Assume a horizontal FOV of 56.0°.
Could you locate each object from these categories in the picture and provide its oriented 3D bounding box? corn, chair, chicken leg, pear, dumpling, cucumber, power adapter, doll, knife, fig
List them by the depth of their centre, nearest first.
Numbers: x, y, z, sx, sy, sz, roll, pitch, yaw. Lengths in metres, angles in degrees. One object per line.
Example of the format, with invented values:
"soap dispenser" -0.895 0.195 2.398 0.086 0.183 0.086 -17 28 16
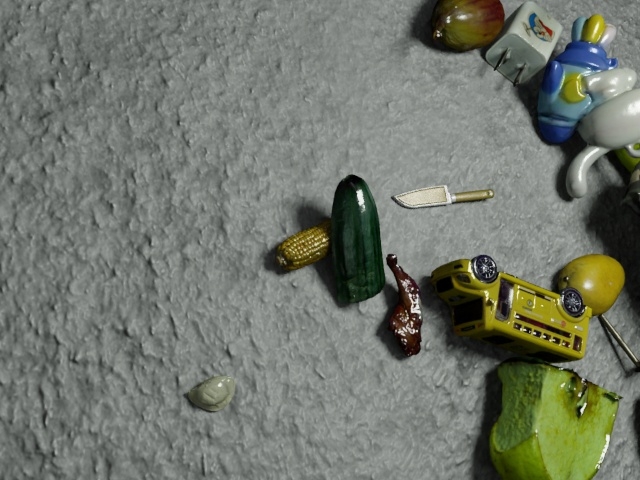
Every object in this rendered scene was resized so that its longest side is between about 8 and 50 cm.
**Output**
"dumpling" -0.185 0.268 1.045 0.077 0.043 0.059 -22 104 -29
"cucumber" 0.077 -0.005 1.165 0.115 0.063 0.243 -22 110 -32
"corn" 0.000 0.000 1.188 0.207 0.068 0.068 -26 84 -25
"pear" 0.455 0.385 1.198 0.238 0.164 0.255 24 71 -24
"chicken leg" 0.170 0.130 1.211 0.093 0.053 0.204 6 71 -34
"chair" 0.797 0.222 1.336 0.166 0.188 0.272 -19 63 -25
"knife" 0.278 -0.102 1.355 0.256 0.022 0.046 -7 85 -19
"fig" 0.325 -0.520 1.432 0.170 0.145 0.274 51 48 1
"doll" 0.671 -0.346 1.480 0.376 0.187 0.365 -35 75 -7
"power adapter" 0.496 -0.470 1.502 0.130 0.125 0.204 35 63 -9

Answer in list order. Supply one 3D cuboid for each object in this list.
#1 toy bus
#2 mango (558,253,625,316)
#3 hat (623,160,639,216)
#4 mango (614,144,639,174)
"toy bus" 0.389 0.147 1.250 0.331 0.145 0.151 20 69 -16
"mango" 0.631 0.100 1.391 0.195 0.098 0.137 -14 76 -32
"hat" 0.889 -0.016 1.361 0.366 0.382 0.257 24 97 -45
"mango" 0.849 -0.259 1.561 0.186 0.149 0.272 -10 81 -31
